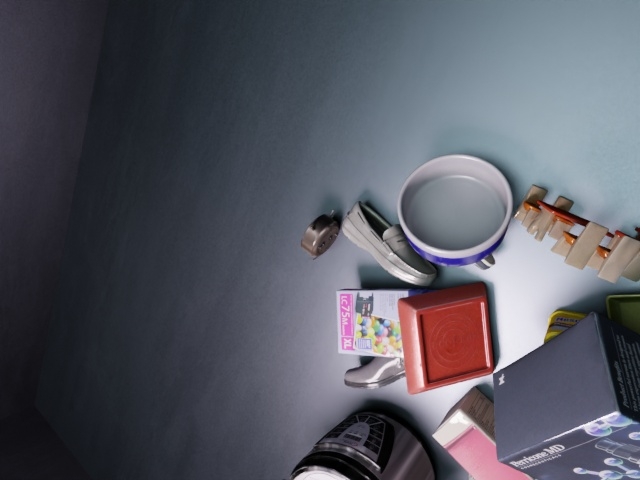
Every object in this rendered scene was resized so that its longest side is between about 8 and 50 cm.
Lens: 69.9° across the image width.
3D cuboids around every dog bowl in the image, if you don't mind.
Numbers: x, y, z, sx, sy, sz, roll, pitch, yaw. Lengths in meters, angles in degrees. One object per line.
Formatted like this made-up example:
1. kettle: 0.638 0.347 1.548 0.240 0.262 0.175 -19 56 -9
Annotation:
1. dog bowl: 0.328 -0.073 1.127 0.264 0.104 0.265 -7 66 15

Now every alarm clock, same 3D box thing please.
1. alarm clock: 0.000 0.000 1.417 0.064 0.129 0.192 38 145 18

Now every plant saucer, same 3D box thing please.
1. plant saucer: 0.338 0.256 1.184 0.047 0.258 0.259 -170 71 -75
2. plant saucer: 0.753 0.203 1.015 0.188 0.045 0.188 -8 95 33

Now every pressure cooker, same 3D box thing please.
1. pressure cooker: 0.105 0.735 1.300 0.375 0.420 0.370 46 120 18

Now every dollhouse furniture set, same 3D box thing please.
1. dollhouse furniture set: 0.586 -0.027 0.976 0.259 0.262 0.135 21 111 -8

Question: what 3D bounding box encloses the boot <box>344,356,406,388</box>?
1. boot: 0.202 0.304 1.359 0.338 0.118 0.223 -19 84 23

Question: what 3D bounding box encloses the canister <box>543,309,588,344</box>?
1. canister: 0.585 0.223 1.051 0.126 0.170 0.073 11 104 30

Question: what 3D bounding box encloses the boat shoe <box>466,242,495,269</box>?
1. boat shoe: 0.342 -0.004 1.209 0.254 0.095 0.079 43 117 20

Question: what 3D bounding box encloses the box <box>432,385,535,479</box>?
1. box: 0.441 0.536 1.212 0.232 0.148 0.127 43 119 20

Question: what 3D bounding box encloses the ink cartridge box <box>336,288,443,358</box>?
1. ink cartridge box: 0.193 0.228 1.273 0.311 0.065 0.186 -3 87 28

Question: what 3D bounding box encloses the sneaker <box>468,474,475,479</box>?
1. sneaker: 0.453 0.711 1.269 0.088 0.092 0.225 -5 96 33

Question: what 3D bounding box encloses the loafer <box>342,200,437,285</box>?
1. loafer: 0.197 0.007 1.294 0.319 0.112 0.111 37 125 22

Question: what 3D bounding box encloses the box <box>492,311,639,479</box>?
1. box: 0.599 0.368 0.901 0.395 0.212 0.293 26 135 -6
